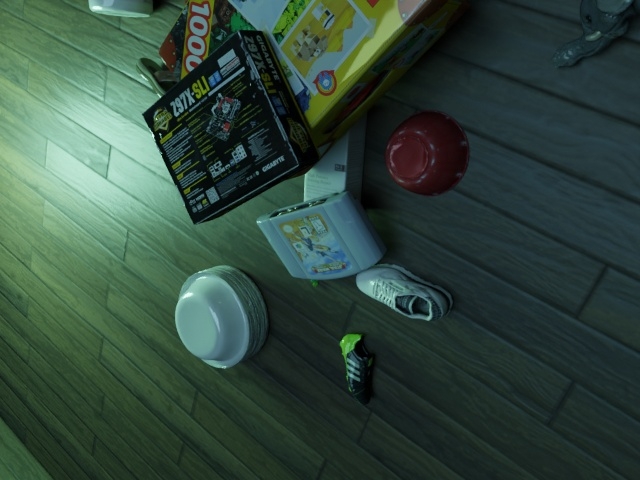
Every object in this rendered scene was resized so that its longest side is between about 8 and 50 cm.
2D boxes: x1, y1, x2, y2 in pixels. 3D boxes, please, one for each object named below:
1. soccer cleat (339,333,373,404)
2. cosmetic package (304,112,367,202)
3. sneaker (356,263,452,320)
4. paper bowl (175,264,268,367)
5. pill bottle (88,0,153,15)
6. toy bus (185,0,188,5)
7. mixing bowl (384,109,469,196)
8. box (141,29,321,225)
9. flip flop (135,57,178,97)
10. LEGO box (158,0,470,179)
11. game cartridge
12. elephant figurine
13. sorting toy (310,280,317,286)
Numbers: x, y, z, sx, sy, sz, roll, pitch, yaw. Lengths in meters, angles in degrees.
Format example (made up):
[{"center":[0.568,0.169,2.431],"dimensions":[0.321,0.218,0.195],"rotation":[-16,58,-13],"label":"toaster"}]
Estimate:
[{"center":[0.099,0.317,1.355],"dimensions":[0.072,0.060,0.179],"rotation":[-15,90,36],"label":"soccer cleat"},{"center":[0.032,-0.185,1.259],"dimensions":[0.117,0.085,0.231],"rotation":[12,110,32],"label":"cosmetic package"},{"center":[0.171,0.116,1.229],"dimensions":[0.235,0.095,0.090],"rotation":[16,112,34],"label":"sneaker"},{"center":[-0.297,0.222,1.562],"dimensions":[0.284,0.148,0.284],"rotation":[10,107,35],"label":"paper bowl"},{"center":[-0.537,-0.765,1.471],"dimensions":[0.169,0.169,0.302],"rotation":[15,110,32],"label":"pill bottle"},{"center":[-0.278,-0.530,1.381],"dimensions":[0.104,0.191,0.202],"rotation":[1,108,-9],"label":"toy bus"},{"center":[0.201,-0.173,1.132],"dimensions":[0.181,0.098,0.181],"rotation":[10,108,33],"label":"mixing bowl"},{"center":[-0.181,-0.202,1.061],"dimensions":[0.322,0.079,0.257],"rotation":[-24,90,38],"label":"box"},{"center":[-0.402,-0.433,1.508],"dimensions":[0.277,0.112,0.080],"rotation":[45,109,24],"label":"flip flop"},{"center":[-0.038,-0.404,1.064],"dimensions":[0.500,0.193,0.372],"rotation":[-42,81,36],"label":"LEGO box"},{"center":[0.000,0.000,1.282],"dimensions":[0.297,0.062,0.198],"rotation":[-13,114,44],"label":"game cartridge"},{"center":[0.479,-0.384,0.854],"dimensions":[0.239,0.169,0.186],"rotation":[23,86,46],"label":"elephant figurine"},{"center":[-0.019,0.076,1.407],"dimensions":[0.062,0.012,0.083],"rotation":[22,112,29],"label":"sorting toy"}]
